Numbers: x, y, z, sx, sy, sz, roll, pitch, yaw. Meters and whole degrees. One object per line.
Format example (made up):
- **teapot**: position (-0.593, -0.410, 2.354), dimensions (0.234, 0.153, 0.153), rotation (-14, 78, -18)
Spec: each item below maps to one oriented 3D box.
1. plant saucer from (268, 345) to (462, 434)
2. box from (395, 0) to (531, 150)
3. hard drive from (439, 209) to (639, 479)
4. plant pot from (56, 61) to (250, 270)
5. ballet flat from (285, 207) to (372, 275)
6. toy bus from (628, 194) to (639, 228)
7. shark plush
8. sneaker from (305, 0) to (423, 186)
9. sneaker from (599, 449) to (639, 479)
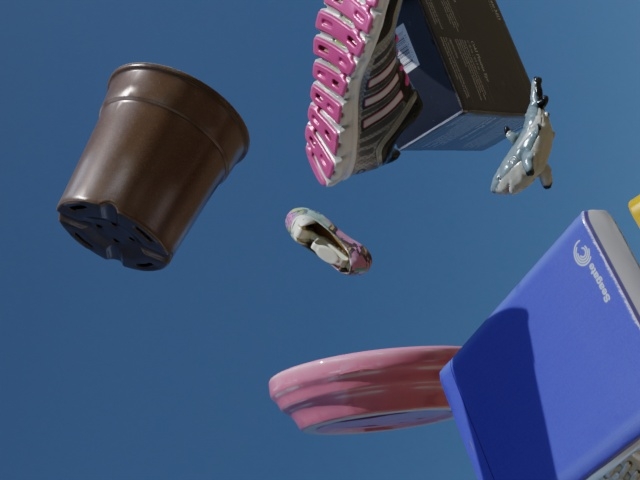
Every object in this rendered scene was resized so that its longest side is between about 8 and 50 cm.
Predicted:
- **plant saucer**: position (0.092, 0.229, 1.409), dimensions (0.332, 0.332, 0.084), rotation (17, -118, -53)
- **box**: position (0.258, -0.372, 1.983), dimensions (0.313, 0.179, 0.343), rotation (-6, -108, -47)
- **hard drive**: position (0.241, 0.148, 0.994), dimensions (0.040, 0.318, 0.210), rotation (-1, -126, -26)
- **plant pot**: position (-0.181, -0.069, 0.994), dimensions (0.167, 0.167, 0.165), rotation (52, -130, -41)
- **ballet flat**: position (0.000, 0.000, 1.826), dimensions (0.079, 0.221, 0.076), rotation (-7, -55, -52)
- **toy bus**: position (0.424, -0.055, 0.989), dimensions (0.191, 0.202, 0.104), rotation (91, 159, -62)
- **shark plush**: position (0.266, -0.138, 1.254), dimensions (0.073, 0.067, 0.161), rotation (2, -86, -54)
- **sneaker**: position (0.038, -0.119, 0.679), dimensions (0.075, 0.063, 0.170), rotation (-10, -54, -29)
- **sneaker**: position (0.445, 0.337, 1.377), dimensions (0.290, 0.106, 0.123), rotation (40, -161, -6)
